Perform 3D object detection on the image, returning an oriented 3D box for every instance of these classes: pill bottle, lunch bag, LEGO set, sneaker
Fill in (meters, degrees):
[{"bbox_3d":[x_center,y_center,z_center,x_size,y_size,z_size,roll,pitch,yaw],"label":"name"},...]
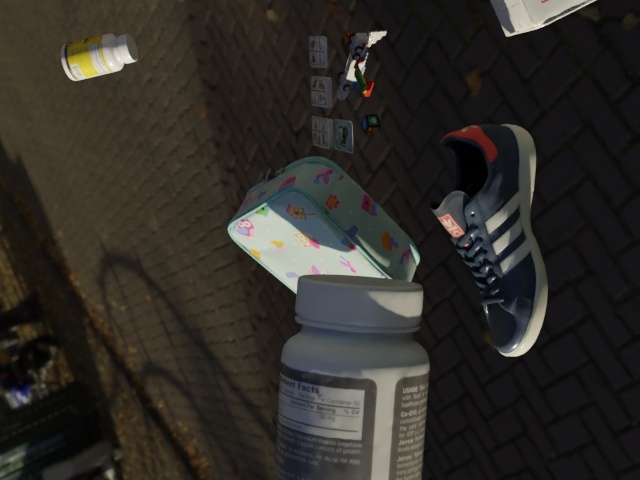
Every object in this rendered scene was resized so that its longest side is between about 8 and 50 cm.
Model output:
[{"bbox_3d":[-0.369,-0.311,1.608,0.065,0.116,0.065,-10,-90,-78],"label":"pill bottle"},{"bbox_3d":[0.000,0.000,1.521,0.279,0.108,0.224,43,141,-19],"label":"lunch bag"},{"bbox_3d":[0.044,-0.230,1.490,0.244,0.060,0.182,-153,59,-68],"label":"LEGO set"},{"bbox_3d":[0.042,0.233,1.298,0.204,0.204,0.361,8,94,58],"label":"pill bottle"},{"bbox_3d":[0.237,-0.003,1.421,0.131,0.148,0.350,153,116,-63],"label":"sneaker"}]

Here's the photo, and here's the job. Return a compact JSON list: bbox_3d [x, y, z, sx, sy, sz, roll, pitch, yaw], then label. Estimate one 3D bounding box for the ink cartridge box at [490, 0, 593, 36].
[{"bbox_3d":[0.328,-0.490,1.422,0.306,0.226,0.131,65,174,-9],"label":"ink cartridge box"}]
